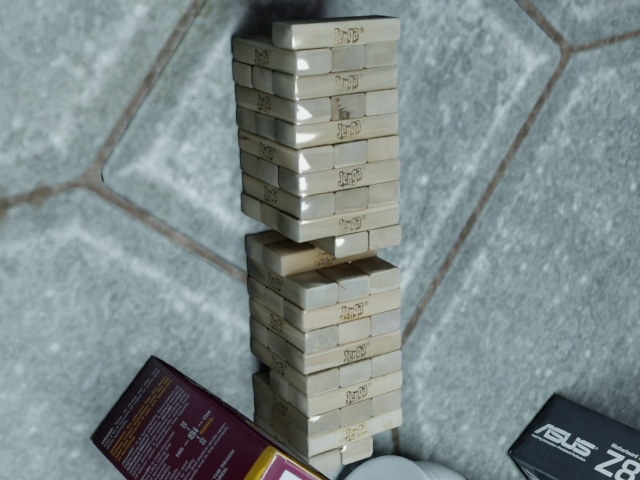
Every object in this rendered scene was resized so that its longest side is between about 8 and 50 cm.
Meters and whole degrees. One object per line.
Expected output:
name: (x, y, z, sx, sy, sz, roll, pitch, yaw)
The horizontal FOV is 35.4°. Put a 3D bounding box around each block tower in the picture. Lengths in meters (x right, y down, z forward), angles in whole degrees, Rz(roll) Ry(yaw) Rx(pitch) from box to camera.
block tower: (0.000, 0.000, 0.758, 0.091, 0.097, 0.335, -12, 112, -31)

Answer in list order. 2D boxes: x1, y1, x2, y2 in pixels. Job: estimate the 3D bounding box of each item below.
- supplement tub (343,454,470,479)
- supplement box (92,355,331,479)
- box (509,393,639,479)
supplement tub: (0.110, 0.281, 0.880, 0.200, 0.144, 0.144, 36, 83, -36)
supplement box: (-0.067, 0.164, 0.700, 0.104, 0.188, 0.081, 41, 79, -35)
box: (0.396, 0.345, 0.984, 0.097, 0.318, 0.395, -46, 123, -14)
